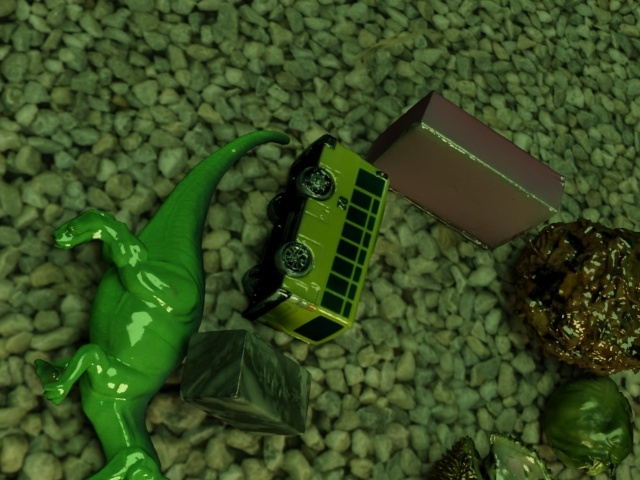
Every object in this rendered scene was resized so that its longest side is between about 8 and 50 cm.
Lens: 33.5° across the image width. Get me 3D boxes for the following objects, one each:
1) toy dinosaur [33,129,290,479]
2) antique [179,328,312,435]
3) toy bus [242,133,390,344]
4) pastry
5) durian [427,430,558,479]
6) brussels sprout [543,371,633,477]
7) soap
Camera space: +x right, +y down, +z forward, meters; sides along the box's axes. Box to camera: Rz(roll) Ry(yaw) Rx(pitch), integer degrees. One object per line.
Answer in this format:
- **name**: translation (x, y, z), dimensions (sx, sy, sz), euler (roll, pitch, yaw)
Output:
- **toy dinosaur**: translation (-0.152, 0.087, 1.358), dimensions (0.500, 0.144, 0.375), euler (-27, 90, -30)
- **antique**: translation (-0.086, 0.185, 1.339), dimensions (0.183, 0.086, 0.088), euler (41, 50, -51)
- **toy bus**: translation (0.000, 0.000, 1.482), dimensions (0.150, 0.128, 0.262), euler (26, 61, -18)
- **pastry**: translation (0.433, 0.078, 1.643), dimensions (0.274, 0.193, 0.275), euler (13, 55, -19)
- **durian**: translation (0.222, 0.389, 1.436), dimensions (0.193, 0.138, 0.237), euler (27, 56, -21)
- **brussels sprout**: translation (0.412, 0.274, 1.620), dimensions (0.139, 0.100, 0.181), euler (27, 61, -1)
- **soap**: translation (0.214, -0.101, 1.612), dimensions (0.259, 0.181, 0.081), euler (31, 58, -13)
